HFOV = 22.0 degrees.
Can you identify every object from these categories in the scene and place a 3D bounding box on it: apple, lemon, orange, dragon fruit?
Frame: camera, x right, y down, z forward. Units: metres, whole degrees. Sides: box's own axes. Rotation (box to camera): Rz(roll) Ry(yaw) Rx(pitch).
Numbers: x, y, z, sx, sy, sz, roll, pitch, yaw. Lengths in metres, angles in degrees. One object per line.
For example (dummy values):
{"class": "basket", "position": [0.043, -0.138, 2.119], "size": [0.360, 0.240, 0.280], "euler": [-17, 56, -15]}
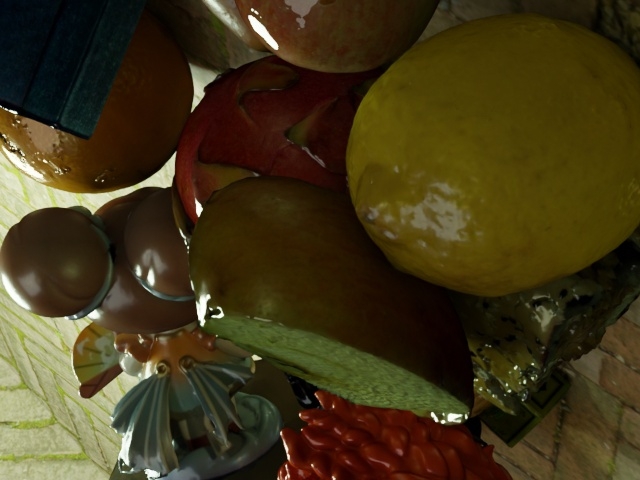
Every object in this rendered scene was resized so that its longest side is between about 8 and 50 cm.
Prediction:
{"class": "apple", "position": [0.015, -0.241, 1.381], "size": [0.188, 0.188, 0.174], "euler": [38, 143, 18]}
{"class": "lemon", "position": [0.148, -0.069, 1.334], "size": [0.233, 0.288, 0.233], "euler": [43, 144, 43]}
{"class": "orange", "position": [-0.271, -0.170, 1.920], "size": [0.246, 0.246, 0.246], "euler": [37, 157, 19]}
{"class": "apple", "position": [0.024, 0.066, 1.461], "size": [0.346, 0.179, 0.254], "euler": [38, -156, -55]}
{"class": "dragon fruit", "position": [-0.029, -0.083, 1.671], "size": [0.250, 0.250, 0.315], "euler": [46, 160, -2]}

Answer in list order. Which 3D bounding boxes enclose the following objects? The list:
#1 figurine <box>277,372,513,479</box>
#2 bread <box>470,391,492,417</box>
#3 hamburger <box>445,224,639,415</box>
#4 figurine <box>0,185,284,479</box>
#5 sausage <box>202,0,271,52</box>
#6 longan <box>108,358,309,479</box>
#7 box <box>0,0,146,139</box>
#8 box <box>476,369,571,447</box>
{"class": "figurine", "position": [0.089, 0.254, 1.953], "size": [0.306, 0.241, 0.411], "euler": [45, -166, -15]}
{"class": "bread", "position": [0.136, 0.086, 1.741], "size": [0.199, 0.199, 0.104], "euler": [44, 139, 3]}
{"class": "hamburger", "position": [0.194, 0.038, 1.566], "size": [0.192, 0.167, 0.288], "euler": [39, 158, 13]}
{"class": "figurine", "position": [-0.195, 0.104, 1.964], "size": [0.248, 0.277, 0.388], "euler": [-79, -23, -64]}
{"class": "sausage", "position": [-0.099, -0.287, 1.625], "size": [0.238, 0.098, 0.098], "euler": [56, 156, -18]}
{"class": "longan", "position": [-0.083, 0.355, 2.273], "size": [0.404, 0.436, 0.403], "euler": [22, 117, 51]}
{"class": "box", "position": [-0.300, -0.275, 1.738], "size": [0.261, 0.278, 0.116], "euler": [24, -179, 42]}
{"class": "box", "position": [0.174, 0.132, 1.904], "size": [0.220, 0.064, 0.141], "euler": [41, 158, 6]}
